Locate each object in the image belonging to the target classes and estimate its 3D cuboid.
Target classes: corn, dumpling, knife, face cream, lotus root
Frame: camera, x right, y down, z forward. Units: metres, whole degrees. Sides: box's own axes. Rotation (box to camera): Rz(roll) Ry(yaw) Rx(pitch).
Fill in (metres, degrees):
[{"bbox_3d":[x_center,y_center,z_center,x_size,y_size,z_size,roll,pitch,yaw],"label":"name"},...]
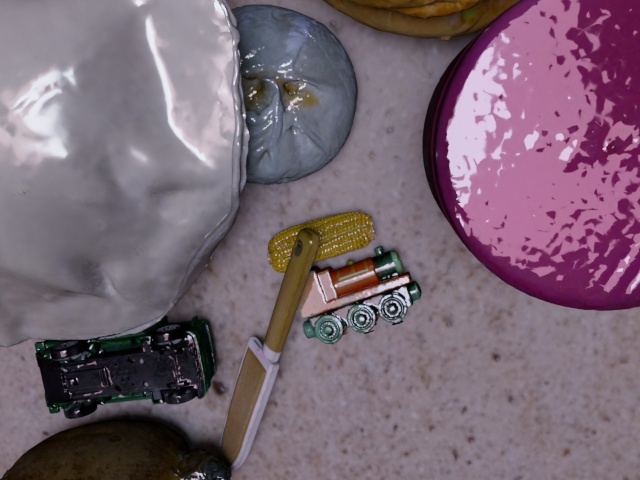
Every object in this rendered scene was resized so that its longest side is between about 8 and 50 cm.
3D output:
[{"bbox_3d":[0.000,0.000,0.516,0.092,0.037,0.037,-14,98,9],"label":"corn"},{"bbox_3d":[-0.190,-0.054,0.454,0.260,0.181,0.341,38,89,4],"label":"dumpling"},{"bbox_3d":[-0.047,0.101,0.530,0.046,0.022,0.256,41,120,44],"label":"knife"},{"bbox_3d":[0.154,-0.063,0.405,0.175,0.195,0.175,1,101,6],"label":"face cream"},{"bbox_3d":[-0.177,0.215,0.540,0.209,0.120,0.120,-8,99,9],"label":"lotus root"}]

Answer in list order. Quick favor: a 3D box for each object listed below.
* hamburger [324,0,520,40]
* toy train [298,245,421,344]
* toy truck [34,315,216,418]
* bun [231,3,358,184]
[{"bbox_3d":[0.071,-0.285,0.388,0.290,0.170,0.314,-44,94,15],"label":"hamburger"},{"bbox_3d":[0.029,0.044,0.519,0.103,0.044,0.064,-19,87,10],"label":"toy train"},{"bbox_3d":[-0.161,0.104,0.533,0.147,0.079,0.065,-8,98,9],"label":"toy truck"},{"bbox_3d":[-0.042,-0.109,0.478,0.140,0.083,0.141,1,98,6],"label":"bun"}]
